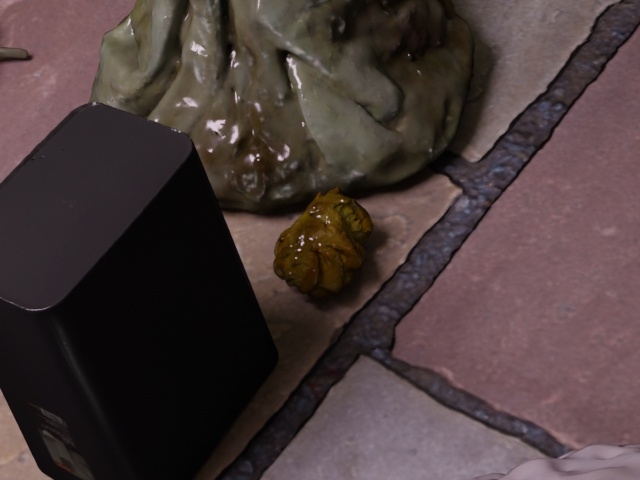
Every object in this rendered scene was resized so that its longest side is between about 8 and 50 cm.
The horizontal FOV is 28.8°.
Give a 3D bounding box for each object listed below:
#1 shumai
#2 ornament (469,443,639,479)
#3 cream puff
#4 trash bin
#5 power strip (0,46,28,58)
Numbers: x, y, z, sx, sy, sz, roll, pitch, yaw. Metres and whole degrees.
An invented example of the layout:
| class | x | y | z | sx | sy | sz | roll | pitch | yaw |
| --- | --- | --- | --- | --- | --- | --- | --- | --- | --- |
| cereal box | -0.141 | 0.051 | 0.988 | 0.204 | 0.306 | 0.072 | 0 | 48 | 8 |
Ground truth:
| class | x | y | z | sx | sy | sz | roll | pitch | yaw |
| --- | --- | --- | --- | --- | --- | --- | --- | --- | --- |
| shumai | -0.042 | -0.200 | 0.968 | 0.304 | 0.263 | 0.309 | 27 | 60 | 31 |
| ornament | 0.126 | 0.263 | 0.511 | 0.337 | 0.337 | 0.337 | -5 | 50 | 6 |
| cream puff | 0.000 | 0.000 | 0.923 | 0.083 | 0.058 | 0.083 | -37 | 52 | -18 |
| trash bin | -0.128 | 0.048 | 0.798 | 0.115 | 0.225 | 0.165 | 23 | 58 | 25 |
| power strip | -0.401 | -0.171 | 1.127 | 0.267 | 0.034 | 0.092 | 0 | 47 | -9 |
